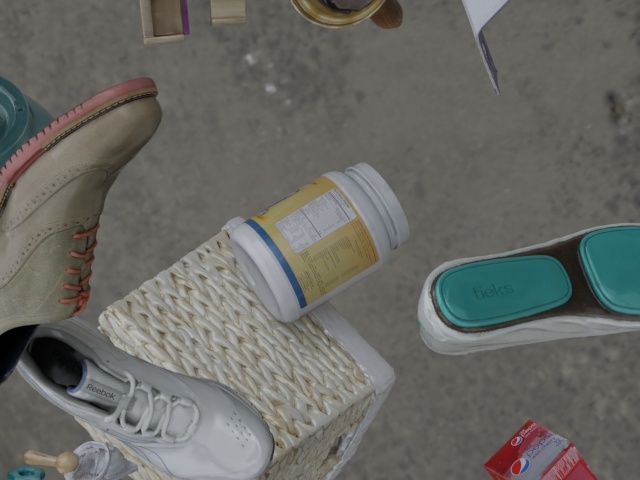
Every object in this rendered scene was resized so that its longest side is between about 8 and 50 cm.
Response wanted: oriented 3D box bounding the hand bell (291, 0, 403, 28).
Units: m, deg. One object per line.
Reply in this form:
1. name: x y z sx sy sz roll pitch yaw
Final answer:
1. hand bell: 0.059 -0.283 1.515 0.126 0.242 0.126 -1 86 19

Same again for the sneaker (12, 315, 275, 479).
1. sneaker: -0.186 0.164 1.289 0.297 0.111 0.129 23 176 4

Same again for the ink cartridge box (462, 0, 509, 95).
1. ink cartridge box: 0.125 -0.327 1.217 0.176 0.069 0.371 -65 -44 -75

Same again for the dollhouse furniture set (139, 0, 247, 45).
1. dollhouse furniture set: -0.079 -0.392 1.566 0.198 0.303 0.286 -127 32 -76

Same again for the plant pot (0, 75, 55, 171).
1. plant pot: -0.472 -0.106 1.777 0.293 0.293 0.196 44 153 24

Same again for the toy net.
1. toy net: -0.319 0.258 1.484 0.122 0.232 0.045 -138 51 -63

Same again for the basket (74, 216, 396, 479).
1. basket: -0.127 0.217 1.802 0.331 0.266 0.328 44 143 15

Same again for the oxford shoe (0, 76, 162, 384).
1. oxford shoe: -0.230 -0.003 1.162 0.130 0.123 0.348 51 123 11

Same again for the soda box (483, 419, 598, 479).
1. soda box: 0.307 0.340 1.551 0.263 0.083 0.092 55 165 -24

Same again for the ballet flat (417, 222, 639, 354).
1. ballet flat: 0.296 0.066 1.555 0.139 0.400 0.139 173 90 -74

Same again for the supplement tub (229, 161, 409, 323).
1. supplement tub: 0.000 0.000 1.682 0.144 0.199 0.144 53 165 21
